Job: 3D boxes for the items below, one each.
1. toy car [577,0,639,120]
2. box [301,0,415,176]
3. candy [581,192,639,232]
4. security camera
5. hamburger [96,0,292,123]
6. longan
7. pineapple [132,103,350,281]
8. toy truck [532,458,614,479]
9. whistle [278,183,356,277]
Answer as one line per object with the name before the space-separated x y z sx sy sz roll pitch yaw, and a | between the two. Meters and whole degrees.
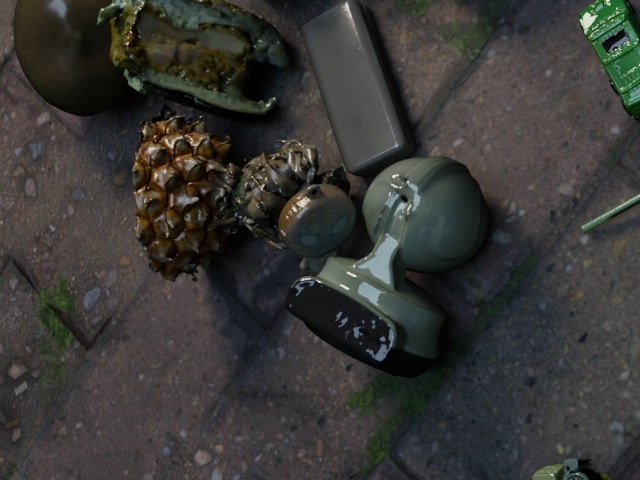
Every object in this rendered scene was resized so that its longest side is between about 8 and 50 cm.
toy car | 0.378 -0.234 1.313 0.071 0.062 0.165 -31 70 24
box | 0.053 -0.217 1.506 0.103 0.055 0.243 -25 73 25
candy | 0.437 -0.078 1.265 0.288 0.078 0.084 -35 80 31
security camera | 0.108 0.018 1.372 0.197 0.191 0.277 28 97 29
hamburger | -0.198 -0.287 1.573 0.192 0.288 0.167 35 108 60
longan | -0.382 -0.330 1.672 0.215 0.246 0.246 -31 66 -10
pineapple | -0.098 -0.066 1.504 0.272 0.262 0.262 0 84 17
toy truck | 0.295 0.363 1.282 0.116 0.085 0.191 -11 76 39
whistle | 0.000 0.000 1.438 0.107 0.220 0.057 -25 48 -13
